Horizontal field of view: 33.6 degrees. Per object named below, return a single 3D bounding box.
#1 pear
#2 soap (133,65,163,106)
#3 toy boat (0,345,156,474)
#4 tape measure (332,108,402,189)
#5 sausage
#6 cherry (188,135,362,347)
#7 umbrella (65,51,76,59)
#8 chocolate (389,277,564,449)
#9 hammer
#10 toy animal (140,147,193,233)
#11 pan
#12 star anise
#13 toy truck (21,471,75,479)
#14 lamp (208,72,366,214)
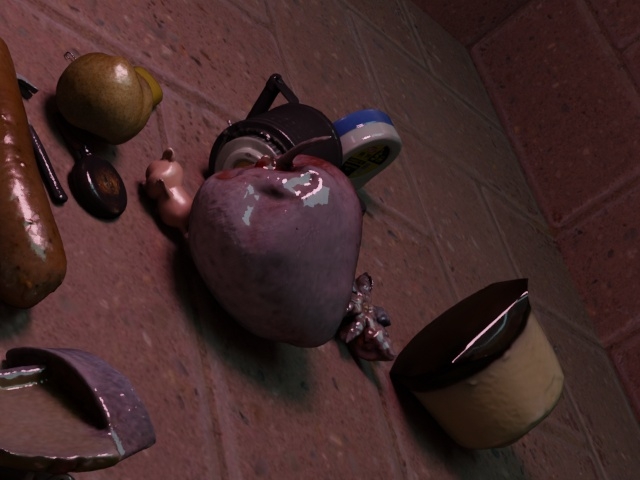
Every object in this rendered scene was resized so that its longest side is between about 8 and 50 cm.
[{"bbox_3d":[-0.361,-0.240,1.784,0.167,0.136,0.167,26,-3,2],"label":"pear"},{"bbox_3d":[-0.345,-0.285,1.999,0.089,0.045,0.140,47,25,-7],"label":"soap"},{"bbox_3d":[-0.340,0.206,1.230,0.276,0.111,0.293,22,17,25],"label":"toy boat"},{"bbox_3d":[0.039,-0.214,2.384,0.351,0.215,0.098,7,50,-57],"label":"tape measure"},{"bbox_3d":[-0.463,-0.126,1.494,0.136,0.123,0.500,23,38,-52],"label":"sausage"},{"bbox_3d":[-0.075,0.005,1.812,0.326,0.291,0.334,22,73,-53],"label":"cherry"},{"bbox_3d":[-0.418,-0.296,1.921,0.122,0.013,0.022,50,37,-11],"label":"umbrella"},{"bbox_3d":[0.358,0.278,2.189,0.314,0.326,0.297,-42,95,-21],"label":"chocolate"},{"bbox_3d":[-0.454,-0.165,1.677,0.246,0.029,0.103,61,26,11],"label":"hammer"},{"bbox_3d":[-0.260,-0.081,1.848,0.089,0.083,0.150,-16,88,-42],"label":"toy animal"},{"bbox_3d":[-0.381,-0.131,1.745,0.212,0.040,0.115,61,20,14],"label":"pan"},{"bbox_3d":[0.075,0.147,2.130,0.229,0.093,0.236,16,42,-53],"label":"star anise"},{"bbox_3d":[-0.273,0.370,1.202,0.270,0.114,0.135,41,28,-22],"label":"toy truck"},{"bbox_3d":[-0.097,-0.161,2.083,0.272,0.205,0.374,-4,46,-52],"label":"lamp"}]
